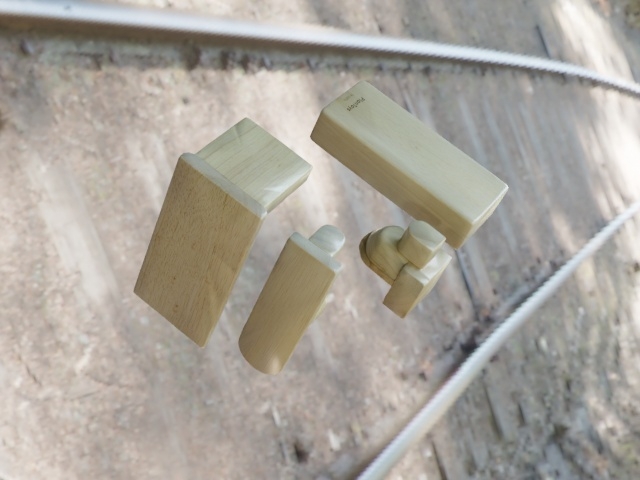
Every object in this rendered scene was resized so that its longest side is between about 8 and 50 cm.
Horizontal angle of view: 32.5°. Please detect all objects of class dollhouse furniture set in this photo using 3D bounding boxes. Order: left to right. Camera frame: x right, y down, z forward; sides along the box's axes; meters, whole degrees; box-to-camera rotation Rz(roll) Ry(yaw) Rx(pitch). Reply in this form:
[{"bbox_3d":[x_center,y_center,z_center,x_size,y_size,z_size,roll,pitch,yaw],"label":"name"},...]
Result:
[{"bbox_3d":[0.000,0.000,0.668,0.144,0.123,0.151,38,45,10],"label":"dollhouse furniture set"}]
